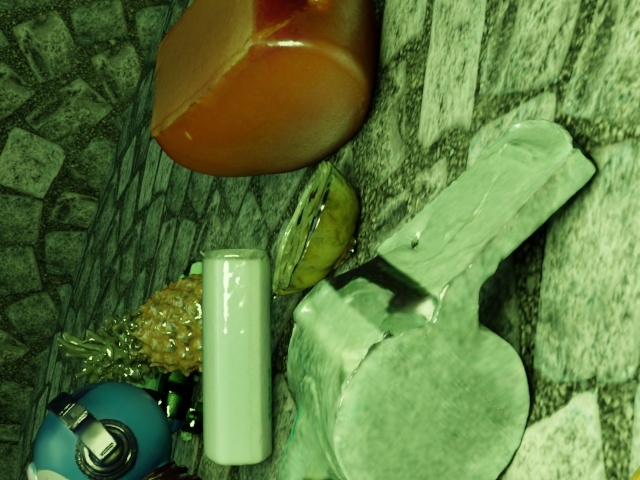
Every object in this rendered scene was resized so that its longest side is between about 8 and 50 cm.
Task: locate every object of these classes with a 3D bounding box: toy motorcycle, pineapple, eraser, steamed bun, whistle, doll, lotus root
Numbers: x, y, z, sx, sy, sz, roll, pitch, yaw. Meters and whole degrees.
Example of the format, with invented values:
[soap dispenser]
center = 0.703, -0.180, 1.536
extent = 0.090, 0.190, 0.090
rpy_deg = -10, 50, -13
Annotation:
[toy motorcycle]
center = -0.246, 0.186, 1.934
extent = 0.196, 0.125, 0.331
rpy_deg = 151, 133, -64
[pineapple]
center = -0.287, 0.164, 1.782
extent = 0.340, 0.169, 0.169
rpy_deg = -17, 50, 17
[eraser]
center = -0.119, 0.157, 1.538
extent = 0.189, 0.104, 0.290
rpy_deg = 176, 93, -80
[steamed bun]
center = -0.058, -0.236, 1.522
extent = 0.379, 0.248, 0.235
rpy_deg = -32, 49, 48
[whistle]
center = 0.096, 0.067, 1.009
extent = 0.168, 0.188, 0.405
rpy_deg = -140, 66, -68
[doll]
center = -0.322, 0.367, 1.729
extent = 0.240, 0.310, 0.284
rpy_deg = -45, -11, -18
[lotus root]
center = 0.002, -0.004, 1.467
extent = 0.183, 0.077, 0.204
rpy_deg = -97, 30, -68

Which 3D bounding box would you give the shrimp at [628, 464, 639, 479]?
[shrimp]
center = 0.242, 0.195, 0.768
extent = 0.091, 0.043, 0.184
rpy_deg = -127, 47, -55
